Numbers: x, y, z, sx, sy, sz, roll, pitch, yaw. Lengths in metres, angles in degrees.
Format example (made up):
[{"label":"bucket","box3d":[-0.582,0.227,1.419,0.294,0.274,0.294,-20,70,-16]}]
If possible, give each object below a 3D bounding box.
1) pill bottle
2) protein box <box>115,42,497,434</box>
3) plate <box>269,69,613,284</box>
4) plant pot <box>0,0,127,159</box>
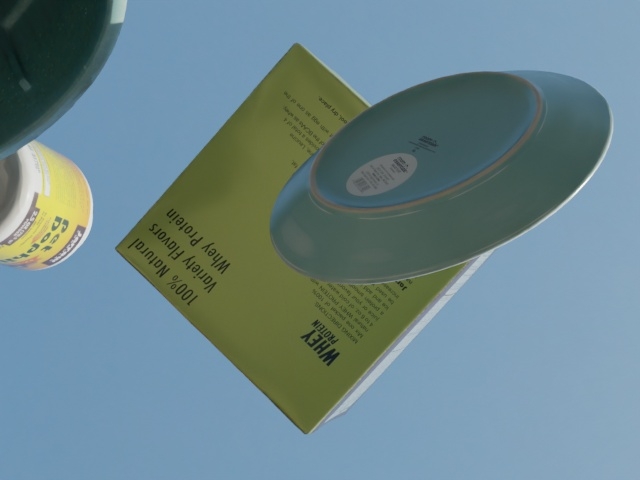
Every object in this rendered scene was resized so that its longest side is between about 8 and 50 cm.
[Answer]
[{"label":"pill bottle","box3d":[-0.277,-0.036,1.184,0.117,0.215,0.117,-1,-97,9]},{"label":"protein box","box3d":[0.000,0.000,0.992,0.200,0.136,0.201,43,-83,10]},{"label":"plate","box3d":[0.056,-0.045,0.683,0.188,0.188,0.024,-14,-59,18]},{"label":"plant pot","box3d":[-0.346,-0.250,0.894,0.341,0.341,0.334,-34,-119,15]}]
